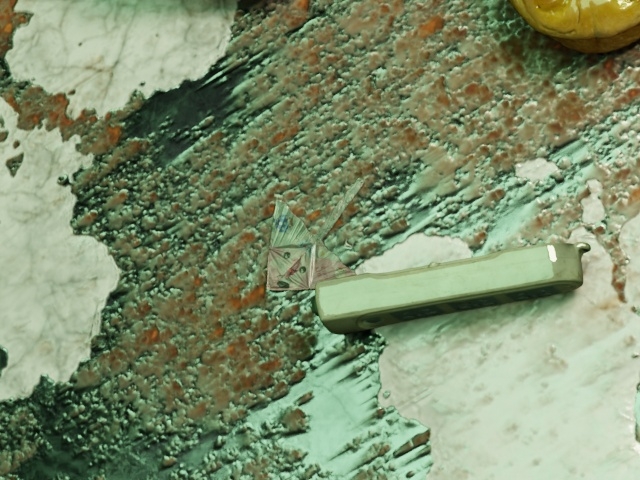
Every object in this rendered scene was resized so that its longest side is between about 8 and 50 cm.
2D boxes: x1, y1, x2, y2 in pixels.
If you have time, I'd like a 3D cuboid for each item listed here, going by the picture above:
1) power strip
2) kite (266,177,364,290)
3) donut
[{"bbox_3d":[0.128,0.046,1.608,0.286,0.080,0.048,-11,77,15],"label":"power strip"},{"bbox_3d":[0.000,0.000,1.704,0.152,0.005,0.137,-44,68,3],"label":"kite"},{"bbox_3d":[0.281,-0.297,1.629,0.227,0.114,0.226,-5,73,19],"label":"donut"}]
